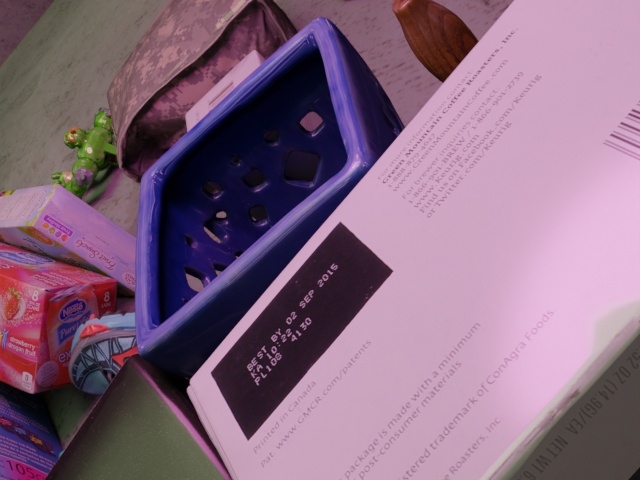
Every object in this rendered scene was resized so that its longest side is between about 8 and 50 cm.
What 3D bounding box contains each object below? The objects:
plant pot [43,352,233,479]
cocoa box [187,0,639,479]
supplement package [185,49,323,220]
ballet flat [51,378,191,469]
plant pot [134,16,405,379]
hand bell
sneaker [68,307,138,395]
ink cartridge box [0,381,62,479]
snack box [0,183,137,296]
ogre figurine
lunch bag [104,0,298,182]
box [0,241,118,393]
[{"bbox_3d":[-0.093,0.230,0.682,0.167,0.187,0.188,28,80,45],"label":"plant pot"},{"bbox_3d":[0.142,0.058,0.501,0.347,0.228,0.231,-49,33,3],"label":"cocoa box"},{"bbox_3d":[-0.035,-0.080,0.898,0.105,0.179,0.105,-40,34,17],"label":"supplement package"},{"bbox_3d":[-0.156,0.209,0.856,0.280,0.095,0.096,-36,46,30],"label":"ballet flat"},{"bbox_3d":[0.000,0.000,0.748,0.236,0.212,0.236,-38,34,20],"label":"plant pot"},{"bbox_3d":[0.131,-0.094,0.651,0.126,0.242,0.126,-32,38,29],"label":"hand bell"},{"bbox_3d":[-0.191,0.140,0.949,0.261,0.104,0.125,-21,45,39],"label":"sneaker"},{"bbox_3d":[-0.448,0.309,1.062,0.270,0.151,0.395,-53,31,-2],"label":"ink cartridge box"},{"bbox_3d":[-0.338,0.003,1.195,0.207,0.174,0.070,-3,55,50],"label":"snack box"},{"bbox_3d":[-0.373,-0.142,1.463,0.197,0.097,0.118,-52,11,-30],"label":"ogre figurine"},{"bbox_3d":[-0.164,-0.214,1.201,0.287,0.169,0.235,-40,34,9],"label":"lunch bag"},{"bbox_3d":[-0.385,0.084,1.106,0.256,0.122,0.128,14,101,31],"label":"box"}]
